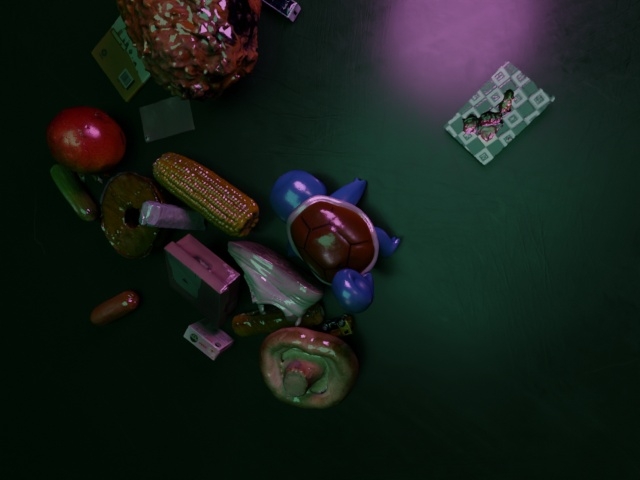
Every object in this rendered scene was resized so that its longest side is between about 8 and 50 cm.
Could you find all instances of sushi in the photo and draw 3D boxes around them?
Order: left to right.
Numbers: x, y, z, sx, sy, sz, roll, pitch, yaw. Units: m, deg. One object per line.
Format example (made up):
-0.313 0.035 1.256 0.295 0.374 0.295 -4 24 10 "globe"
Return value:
0.410 -0.293 0.937 0.139 0.031 0.201 47 111 8 "sushi"

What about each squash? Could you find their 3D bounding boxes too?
-0.826 -0.162 1.353 0.069 0.069 0.238 -38 84 19 "squash"

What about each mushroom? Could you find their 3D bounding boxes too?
-0.037 0.342 1.095 0.279 0.146 0.277 6 113 15 "mushroom"

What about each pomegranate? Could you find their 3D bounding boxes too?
-0.709 -0.292 1.233 0.210 0.210 0.235 29 130 14 "pomegranate"

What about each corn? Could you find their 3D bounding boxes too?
-0.328 -0.137 1.152 0.345 0.131 0.131 35 106 13 "corn"

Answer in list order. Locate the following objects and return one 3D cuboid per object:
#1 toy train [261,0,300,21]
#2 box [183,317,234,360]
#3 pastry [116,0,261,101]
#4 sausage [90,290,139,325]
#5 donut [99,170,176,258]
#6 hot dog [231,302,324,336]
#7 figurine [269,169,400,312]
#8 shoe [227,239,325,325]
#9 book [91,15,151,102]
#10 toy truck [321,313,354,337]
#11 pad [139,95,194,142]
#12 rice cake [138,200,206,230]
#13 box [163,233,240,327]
-0.146 -0.657 1.073 0.208 0.047 0.043 39 106 12 "toy train"
-0.338 0.298 1.230 0.125 0.089 0.043 34 106 14 "box"
-0.308 -0.573 1.010 0.338 0.292 0.404 -31 84 26 "pastry"
-0.686 0.227 1.348 0.198 0.076 0.076 -25 88 18 "sausage"
-0.562 -0.079 1.259 0.273 0.107 0.271 4 99 23 "donut"
-0.129 0.230 1.163 0.290 0.068 0.082 -14 99 19 "hot dog"
0.029 0.008 1.027 0.298 0.243 0.416 -46 60 27 "figurine"
-0.146 0.122 1.110 0.317 0.124 0.159 28 103 25 "shoe"
-0.560 -0.602 1.234 0.296 0.020 0.207 -37 84 19 "book"
0.053 0.239 1.111 0.084 0.049 0.054 -22 90 21 "toy truck"
-0.475 -0.376 1.240 0.188 0.006 0.112 -8 93 19 "pad"
-0.423 -0.069 1.163 0.063 0.207 0.069 18 98 30 "rice cake"
-0.334 0.117 1.156 0.215 0.086 0.215 36 144 13 "box"
